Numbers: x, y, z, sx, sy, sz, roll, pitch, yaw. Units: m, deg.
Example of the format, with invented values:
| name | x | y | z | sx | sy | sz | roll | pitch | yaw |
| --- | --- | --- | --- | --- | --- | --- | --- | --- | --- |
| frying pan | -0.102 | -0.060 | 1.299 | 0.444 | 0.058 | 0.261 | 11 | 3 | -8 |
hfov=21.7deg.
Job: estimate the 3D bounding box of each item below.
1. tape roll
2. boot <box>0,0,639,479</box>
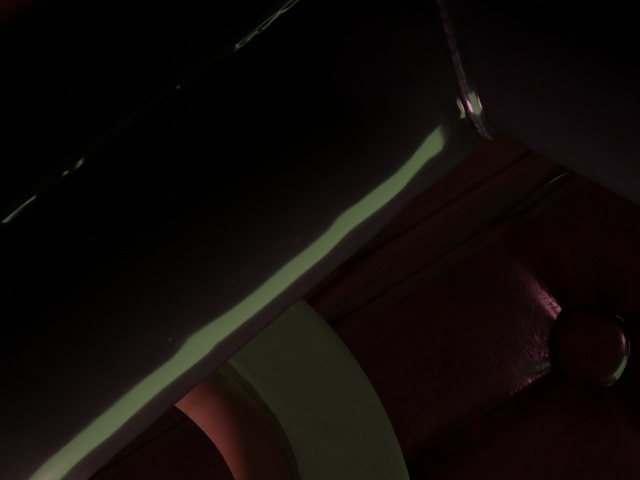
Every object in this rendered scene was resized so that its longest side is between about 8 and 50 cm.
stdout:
| name | x | y | z | sx | sy | sz | roll | pitch | yaw |
| --- | --- | --- | --- | --- | --- | --- | --- | --- | --- |
| tape roll | -0.118 | 0.161 | 1.066 | 0.392 | 0.392 | 0.072 | -26 | 168 | -42 |
| boot | -0.001 | -0.001 | 0.769 | 0.445 | 0.367 | 0.146 | -34 | 146 | 2 |
